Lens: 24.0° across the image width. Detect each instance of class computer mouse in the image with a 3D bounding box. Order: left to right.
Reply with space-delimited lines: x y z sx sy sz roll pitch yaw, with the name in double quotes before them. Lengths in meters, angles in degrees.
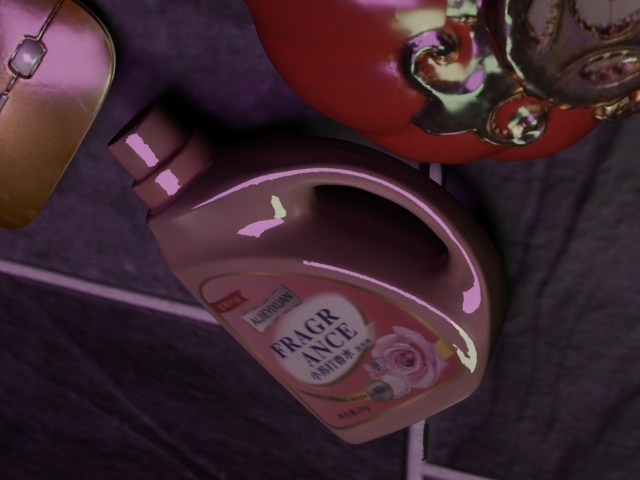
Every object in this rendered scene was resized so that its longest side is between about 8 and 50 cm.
"computer mouse" -0.190 -0.075 0.892 0.102 0.045 0.199 33 135 -9

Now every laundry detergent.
"laundry detergent" 0.000 0.000 0.853 0.171 0.076 0.237 -30 110 39

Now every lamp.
"lamp" 0.068 -0.141 0.611 0.227 0.227 0.227 13 133 14
